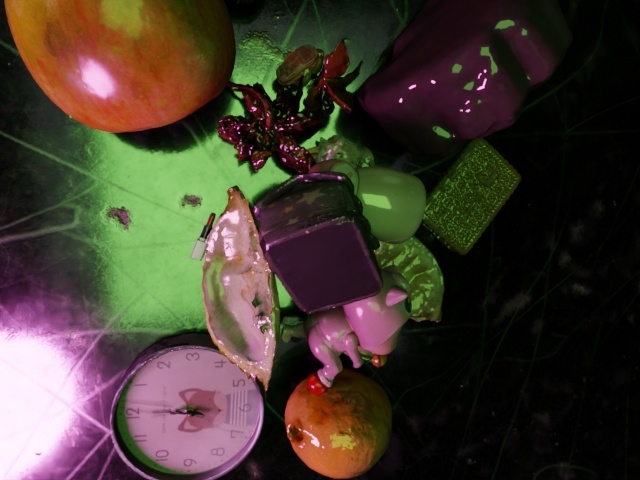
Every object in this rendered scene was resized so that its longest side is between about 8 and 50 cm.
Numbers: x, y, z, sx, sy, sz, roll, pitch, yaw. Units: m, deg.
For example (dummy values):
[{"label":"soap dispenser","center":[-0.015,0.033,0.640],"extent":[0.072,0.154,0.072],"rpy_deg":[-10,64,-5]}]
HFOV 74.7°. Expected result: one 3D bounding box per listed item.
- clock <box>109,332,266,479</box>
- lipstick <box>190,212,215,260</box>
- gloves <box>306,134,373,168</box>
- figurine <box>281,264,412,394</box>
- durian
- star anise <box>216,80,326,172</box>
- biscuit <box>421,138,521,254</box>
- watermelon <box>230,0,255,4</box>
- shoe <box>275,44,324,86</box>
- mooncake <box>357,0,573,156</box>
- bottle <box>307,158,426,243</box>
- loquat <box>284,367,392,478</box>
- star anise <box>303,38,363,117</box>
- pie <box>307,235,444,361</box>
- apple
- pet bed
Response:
[{"label":"clock","center":[-0.277,0.366,0.903],"extent":[0.325,0.067,0.324],"rpy_deg":[-1,97,-12]},{"label":"lipstick","center":[-0.246,-0.009,0.891],"extent":[0.025,0.025,0.107],"rpy_deg":[22,85,-14]},{"label":"gloves","center":[0.046,-0.171,0.904],"extent":[0.144,0.094,0.110],"rpy_deg":[-15,110,-18]},{"label":"figurine","center":[0.066,0.172,0.852],"extent":[0.287,0.176,0.186],"rpy_deg":[-39,113,4]},{"label":"durian","center":[-0.159,0.088,0.832],"extent":[0.163,0.198,0.394],"rpy_deg":[-4,95,-10]},{"label":"star anise","center":[-0.102,-0.225,0.833],"extent":[0.220,0.126,0.190],"rpy_deg":[7,91,2]},{"label":"biscuit","center":[0.355,-0.105,1.004],"extent":[0.172,0.029,0.254],"rpy_deg":[38,88,-13]},{"label":"watermelon","center":[-0.154,-0.508,0.812],"extent":[0.105,0.105,0.133],"rpy_deg":[7,75,-12]},{"label":"shoe","center":[-0.045,-0.360,0.876],"extent":[0.072,0.069,0.109],"rpy_deg":[32,80,11]},{"label":"mooncake","center":[0.276,-0.343,0.818],"extent":[0.212,0.350,0.381],"rpy_deg":[41,97,-22]},{"label":"bottle","center":[0.075,-0.087,0.831],"extent":[0.237,0.147,0.147],"rpy_deg":[14,93,-21]},{"label":"loquat","center":[0.042,0.379,0.890],"extent":[0.239,0.238,0.193],"rpy_deg":[12,99,-13]},{"label":"star anise","center":[0.050,-0.323,0.877],"extent":[0.144,0.158,0.140],"rpy_deg":[-4,99,-36]},{"label":"pie","center":[0.120,0.106,0.956],"extent":[0.338,0.075,0.337],"rpy_deg":[0,92,-8]},{"label":"apple","center":[-0.315,-0.349,0.689],"extent":[0.340,0.339,0.339],"rpy_deg":[-1,96,-12]},{"label":"pet bed","center":[0.000,0.000,0.738],"extent":[0.183,0.159,0.210],"rpy_deg":[-20,131,12]}]
